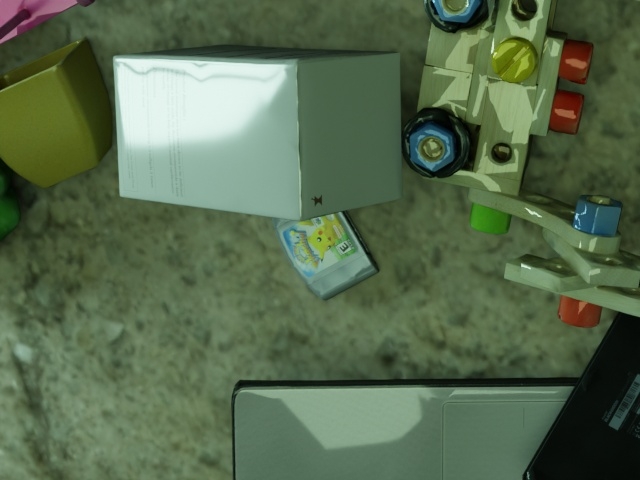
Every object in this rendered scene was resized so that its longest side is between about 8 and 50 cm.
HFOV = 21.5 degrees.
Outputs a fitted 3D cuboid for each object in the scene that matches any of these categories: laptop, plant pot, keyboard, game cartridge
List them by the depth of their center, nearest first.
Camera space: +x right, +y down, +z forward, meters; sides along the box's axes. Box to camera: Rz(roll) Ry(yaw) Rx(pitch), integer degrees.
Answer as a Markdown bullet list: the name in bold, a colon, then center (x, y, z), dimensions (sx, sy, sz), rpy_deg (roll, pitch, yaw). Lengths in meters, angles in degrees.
- **laptop**: center (0.130, 0.317, 1.131), dimensions (0.382, 0.236, 0.407), rpy_deg (-1, 100, -1)
- **keyboard**: center (0.228, 0.123, 1.174), dimensions (0.108, 0.023, 0.180), rpy_deg (29, 75, 15)
- **plant pot**: center (-0.197, -0.088, 1.241), dimensions (0.081, 0.081, 0.083), rpy_deg (-22, 106, 15)
- **game cartridge**: center (0.000, 0.000, 1.247), dimensions (0.056, 0.017, 0.083), rpy_deg (-29, 93, 19)

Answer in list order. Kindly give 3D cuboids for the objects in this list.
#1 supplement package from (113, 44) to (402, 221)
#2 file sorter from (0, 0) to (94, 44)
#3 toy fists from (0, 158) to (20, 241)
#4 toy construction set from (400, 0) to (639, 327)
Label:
- **supplement package**: center (-0.044, -0.078, 1.158), dimensions (0.179, 0.105, 0.105), rpy_deg (9, 104, 42)
- **file sorter**: center (-0.189, -0.245, 1.080), dimensions (0.291, 0.182, 0.202), rpy_deg (-27, 104, 7)
- **toy fists**: center (-0.332, -0.101, 1.260), dimensions (0.142, 0.096, 0.279), rpy_deg (-35, 94, 26)
- **toy construction set**: center (0.170, -0.111, 1.131), dimensions (0.215, 0.151, 0.327), rpy_deg (11, 92, 9)
